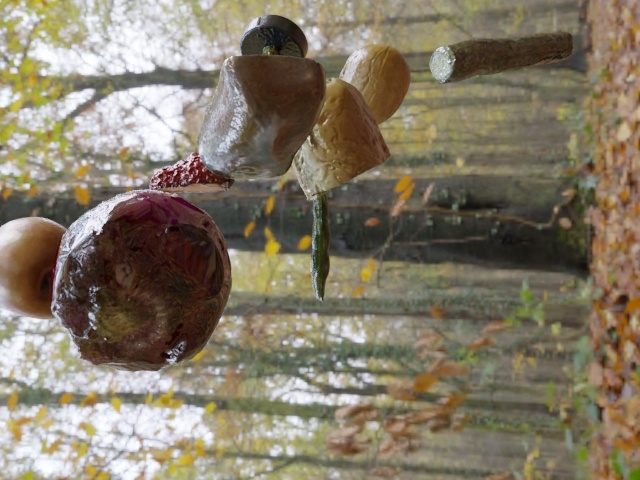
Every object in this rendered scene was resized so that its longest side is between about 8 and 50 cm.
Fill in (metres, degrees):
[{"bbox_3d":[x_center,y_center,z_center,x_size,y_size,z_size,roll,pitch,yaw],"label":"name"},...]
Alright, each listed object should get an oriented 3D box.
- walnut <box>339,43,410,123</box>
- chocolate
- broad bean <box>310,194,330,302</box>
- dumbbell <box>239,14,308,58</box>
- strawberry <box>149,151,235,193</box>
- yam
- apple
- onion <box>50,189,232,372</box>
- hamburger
[{"bbox_3d":[0.136,-0.408,2.131,0.225,0.193,0.193,-63,-8,22],"label":"walnut"},{"bbox_3d":[-0.081,-0.152,1.144,0.254,0.157,0.080,125,136,-56],"label":"chocolate"},{"bbox_3d":[0.001,0.000,1.898,0.060,0.043,0.297,-166,75,-66],"label":"broad bean"},{"bbox_3d":[-0.169,-0.497,2.397,0.204,0.204,0.322,71,-152,-47],"label":"dumbbell"},{"bbox_3d":[-0.358,-0.192,2.246,0.190,0.236,0.111,169,97,-72],"label":"strawberry"},{"bbox_3d":[0.289,-0.287,1.254,0.274,0.061,0.061,-15,-72,-29],"label":"yam"},{"bbox_3d":[-0.657,0.070,1.874,0.253,0.253,0.253,0,-90,-73],"label":"apple"},{"bbox_3d":[-0.390,0.066,1.767,0.420,0.398,0.398,-132,33,-66],"label":"onion"},{"bbox_3d":[0.016,-0.212,1.528,0.209,0.162,0.330,66,-161,-11],"label":"hamburger"}]
